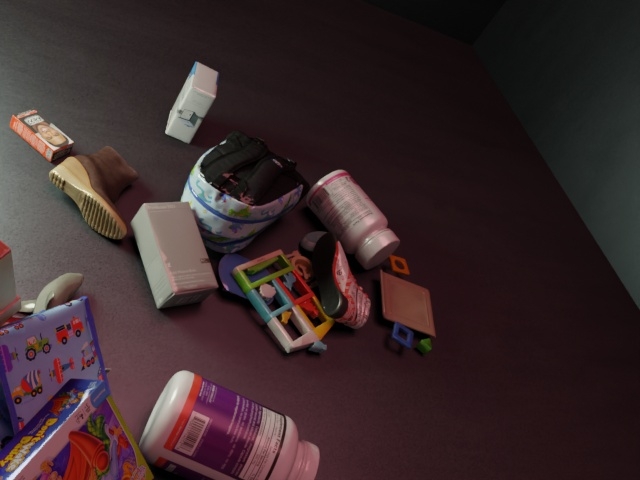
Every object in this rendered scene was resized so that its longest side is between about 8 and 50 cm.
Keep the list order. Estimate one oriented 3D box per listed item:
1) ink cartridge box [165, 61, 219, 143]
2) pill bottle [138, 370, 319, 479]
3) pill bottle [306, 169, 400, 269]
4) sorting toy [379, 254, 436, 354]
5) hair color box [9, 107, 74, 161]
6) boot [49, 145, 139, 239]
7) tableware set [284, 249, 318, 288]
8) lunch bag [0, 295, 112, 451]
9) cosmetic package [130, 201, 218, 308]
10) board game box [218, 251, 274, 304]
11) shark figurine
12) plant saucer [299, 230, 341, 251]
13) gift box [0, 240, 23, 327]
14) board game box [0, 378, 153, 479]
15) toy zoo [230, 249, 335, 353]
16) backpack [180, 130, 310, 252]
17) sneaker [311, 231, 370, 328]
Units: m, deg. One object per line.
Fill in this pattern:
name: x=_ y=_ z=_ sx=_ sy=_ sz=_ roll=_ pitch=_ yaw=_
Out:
ink cartridge box: x=-0.377 y=-0.405 z=1.922 sx=0.082 sy=0.191 sz=0.140 roll=21 pitch=41 yaw=-22
pill bottle: x=-0.171 y=0.394 z=1.265 sx=0.323 sy=0.181 sz=0.181 roll=28 pitch=39 yaw=-12
pill bottle: x=0.099 y=-0.061 z=1.960 sx=0.160 sy=0.160 sz=0.283 roll=-18 pitch=64 yaw=-47
sorting toy: x=0.247 y=0.190 z=1.913 sx=0.196 sy=0.047 sz=0.348 roll=25 pitch=39 yaw=-21
hair color box: x=-0.703 y=-0.267 z=1.647 sx=0.141 sy=0.043 sz=0.072 roll=40 pitch=37 yaw=3
boot: x=-0.515 y=-0.128 z=1.613 sx=0.248 sy=0.090 sz=0.207 roll=43 pitch=36 yaw=5
tableware set: x=-0.013 y=0.062 z=1.845 sx=0.194 sy=0.039 sz=0.128 roll=-18 pitch=63 yaw=-47
lunch bag: x=-0.473 y=0.276 z=1.135 sx=0.221 sy=0.138 sz=0.293 roll=-28 pitch=99 yaw=-65
cosmetic package: x=-0.347 y=0.031 z=1.541 sx=0.127 sy=0.107 sz=0.238 roll=-8 pitch=69 yaw=-41
board game box: x=-0.194 y=0.106 z=1.667 sx=0.168 sy=0.033 sz=0.133 roll=27 pitch=38 yaw=-26
shark figurine: x=-0.521 y=0.162 z=1.293 sx=0.166 sy=0.116 sz=0.278 roll=-1 pitch=49 yaw=-37
plant saucer: x=0.000 y=0.000 z=1.887 sx=0.119 sy=0.021 sz=0.119 roll=3 pitch=25 yaw=-1
gift box: x=-0.671 y=0.078 z=1.136 sx=0.255 sy=0.258 sz=0.276 roll=41 pitch=52 yaw=8
board game box: x=-0.424 y=0.420 z=1.015 sx=0.347 sy=0.078 sz=0.233 roll=-56 pitch=136 yaw=-52
toy zoo: x=-0.080 y=0.166 z=1.666 sx=0.293 sy=0.030 sz=0.192 roll=52 pitch=35 yaw=10
backpack: x=-0.219 y=-0.125 z=1.733 sx=0.290 sy=0.273 sz=0.355 roll=36 pitch=14 yaw=-2
sneaker: x=0.059 y=0.114 z=1.785 sx=0.145 sy=0.090 sz=0.270 roll=35 pitch=35 yaw=-41
